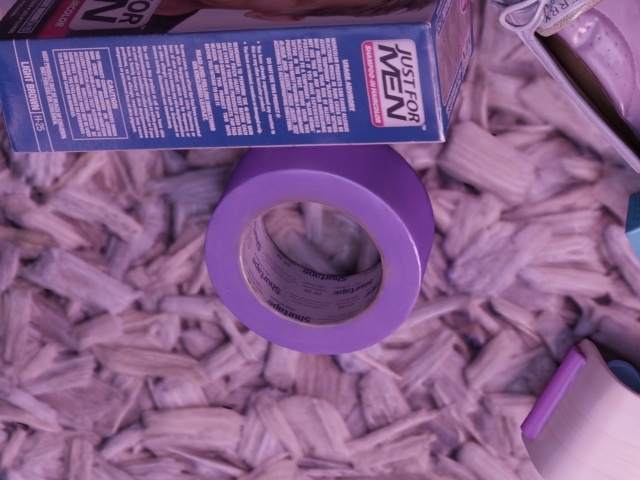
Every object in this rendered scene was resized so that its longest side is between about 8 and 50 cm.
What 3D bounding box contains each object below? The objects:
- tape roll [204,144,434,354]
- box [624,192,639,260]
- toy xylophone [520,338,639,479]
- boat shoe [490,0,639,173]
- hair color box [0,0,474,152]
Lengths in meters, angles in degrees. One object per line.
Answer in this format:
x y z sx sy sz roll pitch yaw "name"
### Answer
0.000 0.000 1.577 0.189 0.080 0.189 6 123 10 "tape roll"
0.378 -0.025 1.478 0.244 0.060 0.100 -23 115 26 "box"
0.351 0.193 1.609 0.322 0.081 0.236 37 109 -8 "toy xylophone"
0.219 -0.158 1.405 0.118 0.103 0.320 -27 113 27 "boat shoe"
-0.065 -0.154 1.435 0.347 0.174 0.105 0 121 14 "hair color box"
